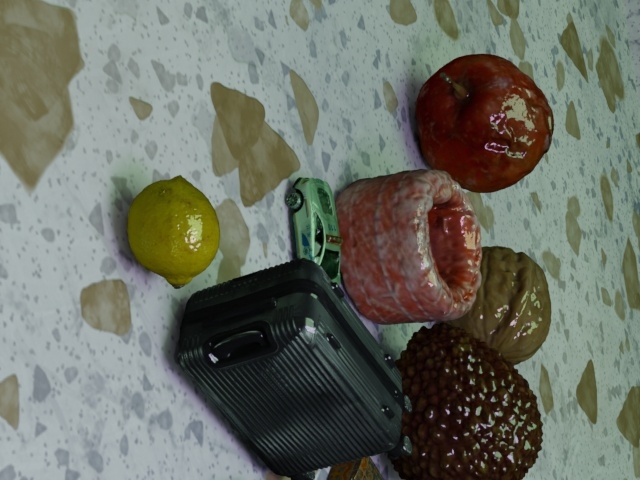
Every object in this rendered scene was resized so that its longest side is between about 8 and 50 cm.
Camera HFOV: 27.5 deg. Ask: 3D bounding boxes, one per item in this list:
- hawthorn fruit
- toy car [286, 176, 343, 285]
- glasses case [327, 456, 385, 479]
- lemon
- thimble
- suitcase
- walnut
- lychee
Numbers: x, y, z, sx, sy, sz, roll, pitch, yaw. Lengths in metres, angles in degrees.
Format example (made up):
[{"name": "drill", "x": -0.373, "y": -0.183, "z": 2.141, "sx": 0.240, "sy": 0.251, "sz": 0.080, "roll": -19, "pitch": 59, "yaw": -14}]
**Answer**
[{"name": "hawthorn fruit", "x": 0.265, "y": -0.220, "z": 2.232, "sx": 0.272, "sy": 0.242, "sz": 0.241, "roll": 44, "pitch": 45, "yaw": -47}, {"name": "toy car", "x": 0.000, "y": 0.000, "z": 1.868, "sx": 0.093, "sy": 0.058, "sz": 0.186, "roll": 14, "pitch": 69, "yaw": -61}, {"name": "glasses case", "x": 0.082, "y": 0.396, "z": 1.890, "sx": 0.218, "sy": 0.049, "sz": 0.075, "roll": 60, "pitch": 34, "yaw": -31}, {"name": "lemon", "x": -0.170, "y": -0.010, "z": 1.517, "sx": 0.109, "sy": 0.109, "sz": 0.133, "roll": -1, "pitch": 88, "yaw": -61}, {"name": "thimble", "x": 0.133, "y": 0.008, "z": 2.000, "sx": 0.239, "sy": 0.162, "sz": 0.239, "roll": 22, "pitch": 63, "yaw": -53}, {"name": "suitcase", "x": -0.027, "y": 0.168, "z": 1.622, "sx": 0.312, "sy": 0.202, "sz": 0.128, "roll": 53, "pitch": 28, "yaw": -38}, {"name": "walnut", "x": 0.298, "y": 0.117, "z": 2.234, "sx": 0.213, "sy": 0.213, "sz": 0.213, "roll": 28, "pitch": 57, "yaw": -55}, {"name": "lychee", "x": 0.205, "y": 0.253, "z": 1.971, "sx": 0.271, "sy": 0.271, "sz": 0.271, "roll": 28, "pitch": 57, "yaw": -55}]
